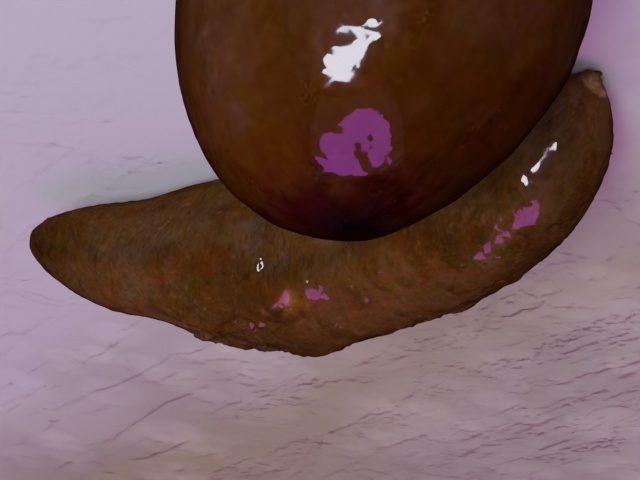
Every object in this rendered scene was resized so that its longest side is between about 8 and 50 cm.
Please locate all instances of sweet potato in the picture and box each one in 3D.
[{"bbox_3d":[0.003,0.002,0.934,0.341,0.092,0.114,-12,123,33],"label":"sweet potato"}]

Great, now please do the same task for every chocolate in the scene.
[{"bbox_3d":[0.023,-0.077,0.692,0.177,0.177,0.177,6,153,3],"label":"chocolate"}]
